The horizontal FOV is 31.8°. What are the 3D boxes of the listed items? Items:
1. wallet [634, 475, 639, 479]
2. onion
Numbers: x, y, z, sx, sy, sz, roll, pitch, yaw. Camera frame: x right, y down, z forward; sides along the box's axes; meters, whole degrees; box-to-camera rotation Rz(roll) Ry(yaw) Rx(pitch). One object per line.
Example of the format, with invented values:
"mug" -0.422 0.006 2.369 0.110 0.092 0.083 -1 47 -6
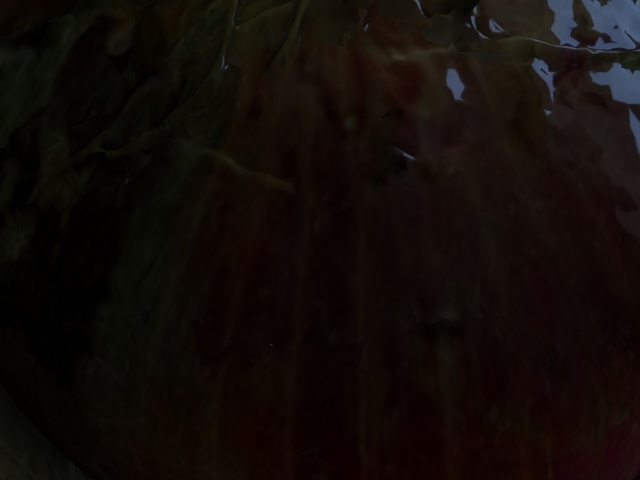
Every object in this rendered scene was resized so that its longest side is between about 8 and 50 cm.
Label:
"wallet" 0.129 0.145 0.710 0.228 0.062 0.406 56 -35 20
"onion" 0.009 -0.045 0.458 0.353 0.354 0.353 55 2 -3
